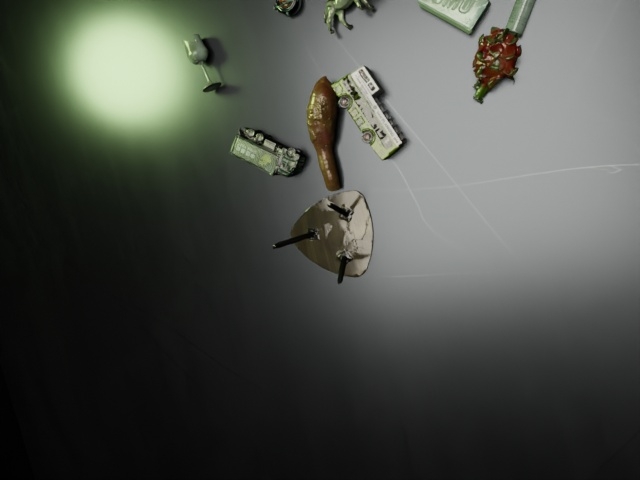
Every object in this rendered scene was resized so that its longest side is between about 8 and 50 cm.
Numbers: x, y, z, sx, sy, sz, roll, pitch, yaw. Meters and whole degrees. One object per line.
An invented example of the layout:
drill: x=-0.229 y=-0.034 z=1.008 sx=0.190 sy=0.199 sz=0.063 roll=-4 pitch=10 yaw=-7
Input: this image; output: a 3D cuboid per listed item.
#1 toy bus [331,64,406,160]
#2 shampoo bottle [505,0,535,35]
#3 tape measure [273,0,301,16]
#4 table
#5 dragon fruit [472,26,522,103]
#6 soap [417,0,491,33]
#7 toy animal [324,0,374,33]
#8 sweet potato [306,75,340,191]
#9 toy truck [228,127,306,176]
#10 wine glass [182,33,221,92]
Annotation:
toy bus: x=0.169 y=-0.418 z=1.768 sx=0.139 sy=0.113 sz=0.302 roll=-33 pitch=90 yaw=21
shampoo bottle: x=0.609 y=-0.712 z=1.590 sx=0.056 sy=0.056 sz=0.195 roll=23 pitch=106 yaw=14
tape measure: x=-0.113 y=-0.811 z=1.825 sx=0.094 sy=0.054 sz=0.091 roll=17 pitch=106 yaw=22
table: x=0.000 y=0.000 z=1.819 sx=0.317 sy=0.249 sz=0.318 roll=3 pitch=100 yaw=18
dragon fruit: x=0.528 y=-0.522 z=1.622 sx=0.137 sy=0.135 sz=0.236 roll=11 pitch=124 yaw=18
soap: x=0.410 y=-0.734 z=1.651 sx=0.198 sy=0.063 sz=0.115 roll=33 pitch=107 yaw=11
toy animal: x=0.083 y=-0.801 z=1.752 sx=0.217 sy=0.073 sz=0.176 roll=-33 pitch=80 yaw=26
sweet potato: x=0.010 y=-0.361 z=1.836 sx=0.109 sy=0.109 sz=0.386 roll=2 pitch=107 yaw=19
toy truck: x=-0.185 y=-0.311 z=1.919 sx=0.259 sy=0.088 sz=0.121 roll=27 pitch=106 yaw=14
wine glass: x=-0.432 y=-0.645 z=1.951 sx=0.079 sy=0.079 sz=0.196 roll=-23 pitch=92 yaw=21
